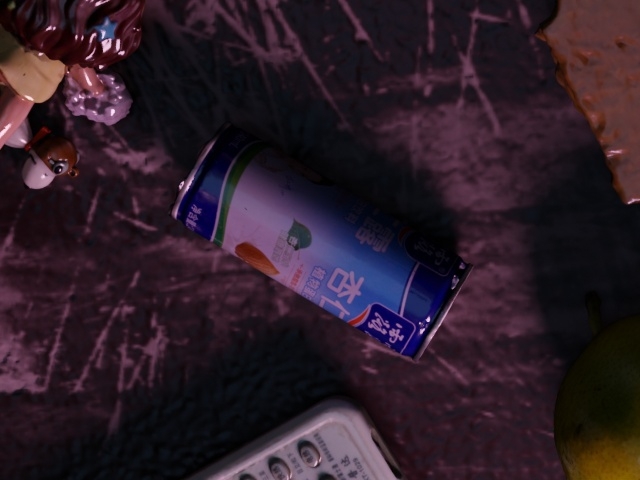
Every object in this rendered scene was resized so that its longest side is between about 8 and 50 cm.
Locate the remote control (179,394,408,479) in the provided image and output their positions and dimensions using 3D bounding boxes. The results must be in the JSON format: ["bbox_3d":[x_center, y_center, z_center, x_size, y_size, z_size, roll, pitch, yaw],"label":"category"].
[{"bbox_3d":[-0.085,0.255,1.619,0.335,0.065,0.128,-30,95,13],"label":"remote control"}]

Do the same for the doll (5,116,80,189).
[{"bbox_3d":[-0.241,-0.082,1.607,0.058,0.040,0.085,-27,94,23],"label":"doll"}]

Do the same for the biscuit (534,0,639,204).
[{"bbox_3d":[0.370,-0.186,1.469,0.394,0.076,0.368,-30,93,10],"label":"biscuit"}]

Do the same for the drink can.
[{"bbox_3d":[0.000,0.000,1.549,0.235,0.097,0.097,32,103,4],"label":"drink can"}]

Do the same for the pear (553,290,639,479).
[{"bbox_3d":[0.254,0.129,1.503,0.216,0.166,0.180,50,119,30],"label":"pear"}]

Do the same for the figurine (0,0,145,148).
[{"bbox_3d":[-0.224,-0.171,1.548,0.175,0.116,0.240,35,103,4],"label":"figurine"}]
